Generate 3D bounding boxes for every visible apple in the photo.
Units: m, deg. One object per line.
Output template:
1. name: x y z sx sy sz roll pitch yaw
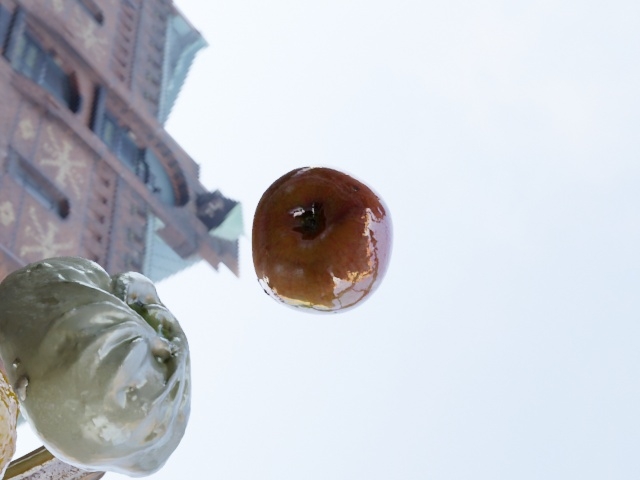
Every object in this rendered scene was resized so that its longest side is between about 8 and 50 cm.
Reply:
1. apple: 0.000 0.000 1.303 0.209 0.164 0.210 -3 -107 8

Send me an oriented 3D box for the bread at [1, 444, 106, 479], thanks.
1. bread: -0.433 0.365 1.478 0.074 0.093 0.239 -21 179 35

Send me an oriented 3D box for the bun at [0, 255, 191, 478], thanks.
1. bun: -0.215 0.123 0.989 0.160 0.259 0.259 -27 -141 -1

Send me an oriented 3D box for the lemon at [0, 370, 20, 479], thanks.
1. lemon: -0.297 0.144 0.694 0.187 0.142 0.142 -53 -144 17
